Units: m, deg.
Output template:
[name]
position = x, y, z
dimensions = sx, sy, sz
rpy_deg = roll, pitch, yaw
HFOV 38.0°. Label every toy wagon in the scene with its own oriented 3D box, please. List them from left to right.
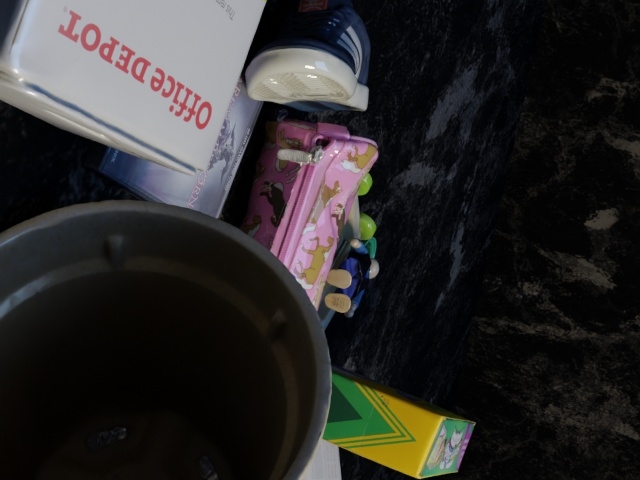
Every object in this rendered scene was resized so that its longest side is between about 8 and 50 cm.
[toy wagon]
position = 0.000, 0.000, 1.453
dimensions = 0.267, 0.068, 0.344
rpy_deg = -59, 156, -33

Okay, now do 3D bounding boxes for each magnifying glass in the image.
[magnifying glass]
position = 0.051, 0.073, 1.716
dimensions = 0.231, 0.026, 0.092
rpy_deg = -51, 152, -44

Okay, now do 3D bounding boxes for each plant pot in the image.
[plant pot]
position = -0.173, 0.186, 0.841
dimensions = 0.334, 0.333, 0.305
rpy_deg = -58, 167, -34

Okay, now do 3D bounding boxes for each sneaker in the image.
[sneaker]
position = -0.011, -0.239, 1.120
dimensions = 0.350, 0.131, 0.148
rpy_deg = -30, 121, -82

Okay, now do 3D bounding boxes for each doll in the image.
[doll]
position = 0.052, 0.061, 1.469
dimensions = 0.189, 0.046, 0.129
rpy_deg = -34, 129, -69

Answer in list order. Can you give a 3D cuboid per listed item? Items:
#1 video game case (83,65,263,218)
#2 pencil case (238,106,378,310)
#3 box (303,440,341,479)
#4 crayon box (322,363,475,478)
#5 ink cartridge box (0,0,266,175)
[video game case]
position = -0.145, -0.127, 1.014
dimensions = 0.196, 0.026, 0.274
rpy_deg = -69, 160, -7
[pencil case]
position = -0.053, 0.032, 1.202
dimensions = 0.167, 0.160, 0.386
rpy_deg = 20, 88, -48
[box]
position = -0.034, 0.380, 1.529
dimensions = 0.170, 0.091, 0.130
rpy_deg = 34, 49, -66
[crayon box]
position = 0.068, 0.275, 1.504
dimensions = 0.106, 0.313, 0.363
rpy_deg = -70, 161, -6
[ink cartridge box]
position = -0.143, -0.272, 0.686
dimensions = 0.385, 0.160, 0.279
rpy_deg = -71, 160, -3
